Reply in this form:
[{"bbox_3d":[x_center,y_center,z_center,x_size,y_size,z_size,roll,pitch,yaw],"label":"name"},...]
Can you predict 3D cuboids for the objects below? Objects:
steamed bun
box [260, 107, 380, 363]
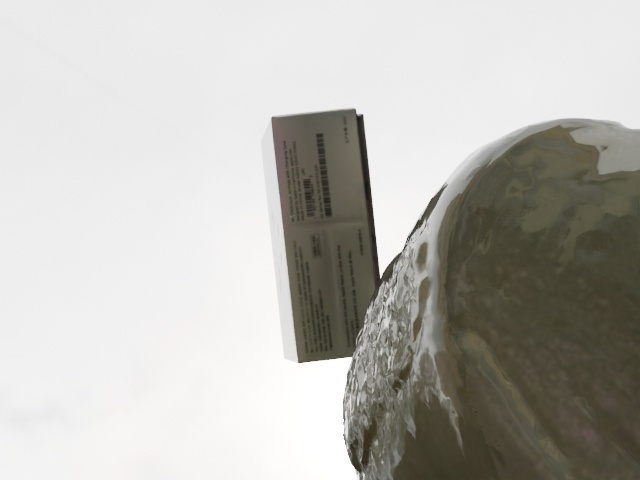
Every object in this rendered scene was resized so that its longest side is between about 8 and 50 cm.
[{"bbox_3d":[0.206,0.104,0.784,0.383,0.236,0.247,7,-22,-5],"label":"steamed bun"},{"bbox_3d":[0.000,0.000,1.018,0.051,0.130,0.129,-5,-2,-5],"label":"box"}]
